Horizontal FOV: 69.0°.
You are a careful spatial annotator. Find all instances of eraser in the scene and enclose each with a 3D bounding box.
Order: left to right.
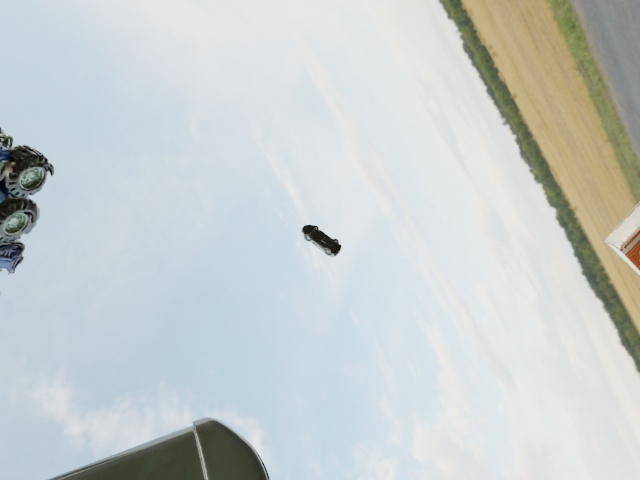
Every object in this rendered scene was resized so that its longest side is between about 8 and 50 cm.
[{"bbox_3d":[0.590,-0.007,0.785,0.230,0.157,0.038,29,-166,-33],"label":"eraser"}]

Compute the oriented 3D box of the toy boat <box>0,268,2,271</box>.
[{"bbox_3d":[-0.686,0.080,0.725,0.320,0.121,0.089,-7,-118,-30],"label":"toy boat"}]

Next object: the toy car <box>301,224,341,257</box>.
[{"bbox_3d":[0.000,0.000,0.967,0.093,0.025,0.041,34,-137,11],"label":"toy car"}]

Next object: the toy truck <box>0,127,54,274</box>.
[{"bbox_3d":[-0.479,-0.052,0.651,0.113,0.208,0.126,30,-158,10],"label":"toy truck"}]

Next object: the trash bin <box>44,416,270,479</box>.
[{"bbox_3d":[-0.161,0.291,0.464,0.236,0.101,0.177,-12,-134,-19],"label":"trash bin"}]
